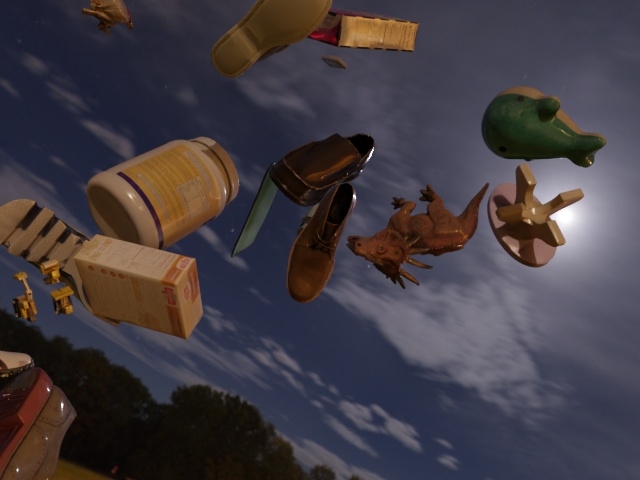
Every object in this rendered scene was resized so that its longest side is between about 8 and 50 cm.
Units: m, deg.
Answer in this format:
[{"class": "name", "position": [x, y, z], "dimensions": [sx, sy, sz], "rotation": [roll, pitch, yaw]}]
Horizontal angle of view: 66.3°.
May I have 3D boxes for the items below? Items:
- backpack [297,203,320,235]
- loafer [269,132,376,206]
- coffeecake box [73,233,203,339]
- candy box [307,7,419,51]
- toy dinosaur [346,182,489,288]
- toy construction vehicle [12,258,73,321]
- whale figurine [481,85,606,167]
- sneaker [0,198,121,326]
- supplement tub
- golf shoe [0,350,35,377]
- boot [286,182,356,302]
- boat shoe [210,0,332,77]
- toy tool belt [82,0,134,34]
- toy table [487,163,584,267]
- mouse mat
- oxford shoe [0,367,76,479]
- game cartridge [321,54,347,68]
[{"class": "backpack", "position": [-0.001, -0.057, 2.038], "dimensions": [0.166, 0.144, 0.188], "rotation": [37, -31, 1]}, {"class": "loafer", "position": [0.009, -0.116, 0.687], "dimensions": [0.080, 0.220, 0.078], "rotation": [46, -54, 5]}, {"class": "coffeecake box", "position": [-0.306, 0.081, 0.843], "dimensions": [0.185, 0.068, 0.142], "rotation": [13, -49, 9]}, {"class": "candy box", "position": [0.092, -0.497, 1.152], "dimensions": [0.159, 0.233, 0.071], "rotation": [39, -51, 43]}, {"class": "toy dinosaur", "position": [0.202, -0.007, 0.932], "dimensions": [0.295, 0.200, 0.127], "rotation": [-18, -67, 5]}, {"class": "toy construction vehicle", "position": [-0.430, 0.085, 0.767], "dimensions": [0.035, 0.086, 0.098], "rotation": [16, -66, 30]}, {"class": "whale figurine", "position": [0.505, -0.240, 1.144], "dimensions": [0.272, 0.141, 0.216], "rotation": [32, -19, 19]}, {"class": "sneaker", "position": [-0.516, 0.029, 1.011], "dimensions": [0.315, 0.127, 0.182], "rotation": [47, -18, -29]}, {"class": "supplement tub", "position": [-0.404, -0.122, 1.294], "dimensions": [0.241, 0.331, 0.241], "rotation": [23, -48, 29]}, {"class": "golf shoe", "position": [-0.782, 0.251, 1.094], "dimensions": [0.105, 0.120, 0.272], "rotation": [-14, -20, 38]}, {"class": "boot", "position": [0.000, 0.000, 1.135], "dimensions": [0.112, 0.305, 0.115], "rotation": [23, -5, -2]}, {"class": "boat shoe", "position": [-0.100, -0.449, 1.021], "dimensions": [0.305, 0.091, 0.109], "rotation": [-21, -62, 32]}, {"class": "toy tool belt", "position": [-0.289, -0.307, 0.664], "dimensions": [0.083, 0.051, 0.052], "rotation": [-135, -153, -75]}, {"class": "toy table", "position": [0.594, -0.076, 1.394], "dimensions": [0.274, 0.252, 0.161], "rotation": [62, -12, 22]}, {"class": "mouse mat", "position": [-0.112, -0.064, 0.927], "dimensions": [0.007, 0.190, 0.152], "rotation": [27, 14, 3]}, {"class": "oxford shoe", "position": [-0.434, 0.347, 0.670], "dimensions": [0.123, 0.348, 0.130], "rotation": [-19, -56, 19]}, {"class": "game cartridge", "position": [0.043, -0.582, 1.596], "dimensions": [0.083, 0.017, 0.056], "rotation": [26, -2, 41]}]
